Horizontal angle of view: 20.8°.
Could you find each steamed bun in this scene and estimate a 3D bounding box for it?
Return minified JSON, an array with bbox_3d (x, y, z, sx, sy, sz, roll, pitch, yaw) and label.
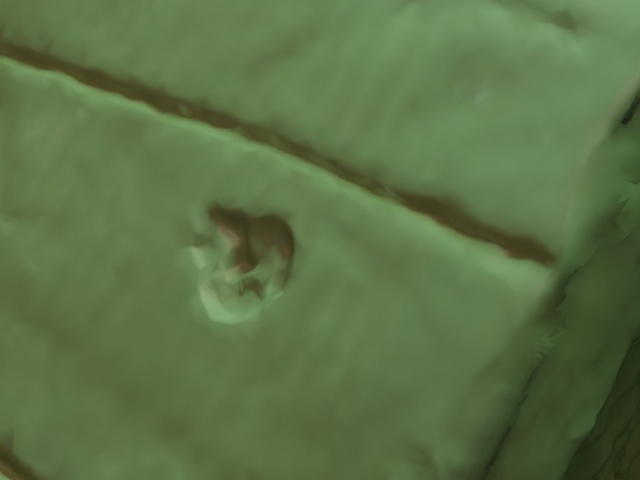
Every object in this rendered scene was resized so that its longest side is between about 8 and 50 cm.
[{"bbox_3d":[0.000,0.000,0.740,0.371,0.290,0.455,33,97,30],"label":"steamed bun"}]
